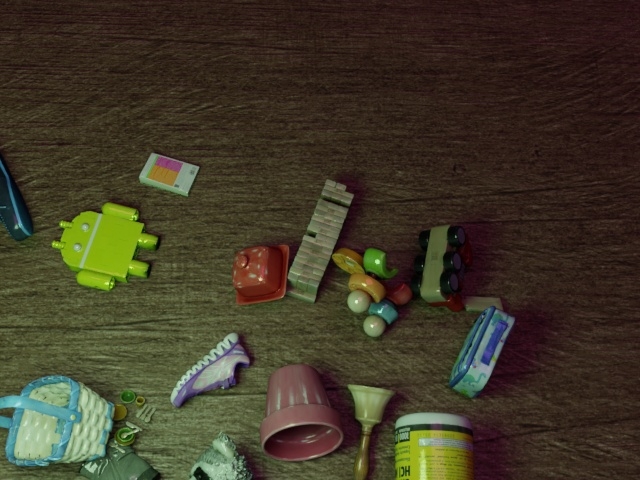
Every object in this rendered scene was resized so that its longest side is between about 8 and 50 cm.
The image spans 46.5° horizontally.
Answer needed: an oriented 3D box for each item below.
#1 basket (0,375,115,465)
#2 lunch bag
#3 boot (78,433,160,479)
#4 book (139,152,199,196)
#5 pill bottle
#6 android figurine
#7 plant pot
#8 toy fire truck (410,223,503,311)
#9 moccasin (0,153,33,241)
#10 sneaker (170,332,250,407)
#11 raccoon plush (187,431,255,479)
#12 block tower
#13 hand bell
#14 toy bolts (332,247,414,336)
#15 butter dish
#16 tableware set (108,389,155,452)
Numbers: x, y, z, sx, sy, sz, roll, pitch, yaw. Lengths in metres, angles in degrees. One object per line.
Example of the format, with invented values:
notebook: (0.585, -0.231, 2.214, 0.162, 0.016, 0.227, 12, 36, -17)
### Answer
basket: (-0.639, 0.403, 1.677, 0.255, 0.289, 0.201, -12, 64, 33)
lunch bag: (0.414, 0.283, 1.911, 0.090, 0.176, 0.219, 28, 67, 7)
boot: (-0.511, 0.586, 1.743, 0.161, 0.083, 0.246, 35, 61, 18)
book: (-0.430, -0.190, 2.126, 0.144, 0.035, 0.096, 17, 62, 2)
pill bottle: (0.269, 0.587, 1.750, 0.188, 0.188, 0.333, 4, 64, -4)
android figurine: (-0.580, 0.013, 2.005, 0.273, 0.056, 0.248, 15, 65, 0)
plant pot: (-0.055, 0.411, 1.808, 0.201, 0.201, 0.180, -5, 50, -8)
toy fire truck: (0.383, 0.099, 2.030, 0.158, 0.246, 0.217, -9, 54, 36)
moccasin: (-0.875, -0.117, 2.010, 0.117, 0.137, 0.342, -28, 57, -12)
sneaker: (-0.268, 0.341, 1.867, 0.236, 0.095, 0.104, -41, 83, -22)
raccoon plush: (-0.112, 0.627, 1.744, 0.446, 0.216, 0.299, 19, 44, -31)
block tower: (0.000, 0.000, 2.046, 0.091, 0.097, 0.335, 19, 66, 4)
hand bell: (0.114, 0.486, 1.843, 0.126, 0.126, 0.242, 9, 77, -2)
toy bolts: (0.114, 0.143, 1.952, 0.218, 0.228, 0.158, 10, 60, 46)
butter dish: (-0.176, 0.075, 1.956, 0.160, 0.118, 0.159, -11, 60, 29)
tableware set: (-0.477, 0.433, 1.807, 0.104, 0.024, 0.154, 26, 42, 8)
